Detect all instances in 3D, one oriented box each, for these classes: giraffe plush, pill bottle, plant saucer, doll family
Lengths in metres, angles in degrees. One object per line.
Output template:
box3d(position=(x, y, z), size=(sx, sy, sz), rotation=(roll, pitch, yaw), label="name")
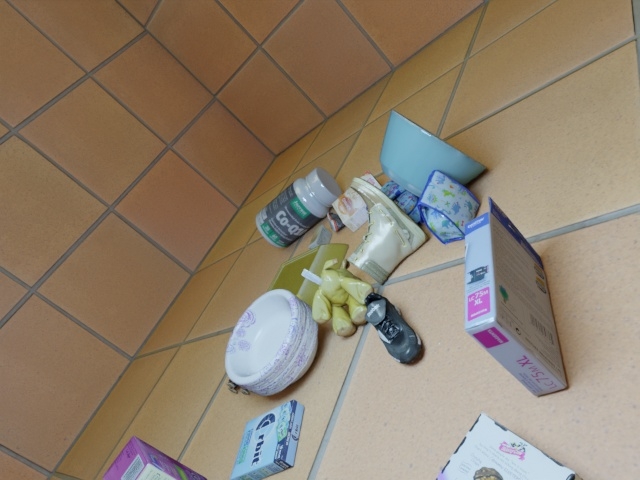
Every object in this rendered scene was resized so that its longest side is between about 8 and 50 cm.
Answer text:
box3d(position=(0.059, 0.139, 1.284), size=(0.181, 0.210, 0.170), rotation=(-46, -10, 15), label="giraffe plush")
box3d(position=(-0.092, -0.142, 2.019), size=(0.361, 0.204, 0.204), rotation=(-38, 22, 24), label="pill bottle")
box3d(position=(-0.085, 0.154, 1.628), size=(0.333, 0.081, 0.332), rotation=(-27, 28, 44), label="plant saucer")
box3d(position=(-0.229, 0.412, 1.450), size=(0.193, 0.076, 0.111), rotation=(-12, 35, 50), label="doll family")

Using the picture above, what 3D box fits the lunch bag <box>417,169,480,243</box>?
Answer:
box3d(position=(0.314, -0.087, 1.182), size=(0.096, 0.151, 0.128), rotation=(-19, 34, 51), label="lunch bag")

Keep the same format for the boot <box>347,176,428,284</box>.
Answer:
box3d(position=(0.135, -0.026, 1.281), size=(0.203, 0.262, 0.095), rotation=(-47, 4, 5), label="boot")

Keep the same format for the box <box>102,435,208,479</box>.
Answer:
box3d(position=(-0.368, 0.603, 1.107), size=(0.117, 0.243, 0.214), rotation=(-55, 21, -22), label="box")

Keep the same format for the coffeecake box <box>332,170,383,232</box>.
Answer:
box3d(position=(0.148, -0.143, 1.693), size=(0.185, 0.068, 0.142), rotation=(-42, 36, 12), label="coffeecake box")

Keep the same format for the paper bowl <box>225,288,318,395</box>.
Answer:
box3d(position=(-0.122, 0.291, 1.301), size=(0.284, 0.148, 0.284), rotation=(-31, 37, 28), label="paper bowl")

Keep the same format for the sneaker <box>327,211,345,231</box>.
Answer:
box3d(position=(0.068, -0.076, 1.818), size=(0.065, 0.061, 0.158), rotation=(-18, 23, -1), label="sneaker")

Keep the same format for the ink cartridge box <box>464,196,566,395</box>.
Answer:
box3d(position=(0.323, 0.080, 0.797), size=(0.065, 0.186, 0.311), rotation=(-33, 23, 38), label="ink cartridge box")

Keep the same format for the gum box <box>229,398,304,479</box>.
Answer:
box3d(position=(-0.128, 0.491, 1.133), size=(0.184, 0.041, 0.157), rotation=(-36, 22, 29), label="gum box")

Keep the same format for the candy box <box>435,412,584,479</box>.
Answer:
box3d(position=(0.234, 0.359, 0.619), size=(0.196, 0.070, 0.165), rotation=(-51, 20, -9), label="candy box")

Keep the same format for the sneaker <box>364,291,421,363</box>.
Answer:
box3d(position=(0.149, 0.189, 1.054), size=(0.078, 0.106, 0.234), rotation=(-45, 20, 8), label="sneaker")

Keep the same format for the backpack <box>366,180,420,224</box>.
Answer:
box3d(position=(0.235, -0.094, 1.404), size=(0.158, 0.117, 0.173), rotation=(-44, 21, 5), label="backpack")

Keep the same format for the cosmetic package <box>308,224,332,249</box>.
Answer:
box3d(position=(0.000, 0.000, 1.777), size=(0.041, 0.060, 0.115), rotation=(-32, 23, 36), label="cosmetic package")

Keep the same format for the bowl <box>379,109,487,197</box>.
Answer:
box3d(position=(0.292, -0.224, 1.328), size=(0.163, 0.312, 0.311), rotation=(-58, 16, 18), label="bowl")
